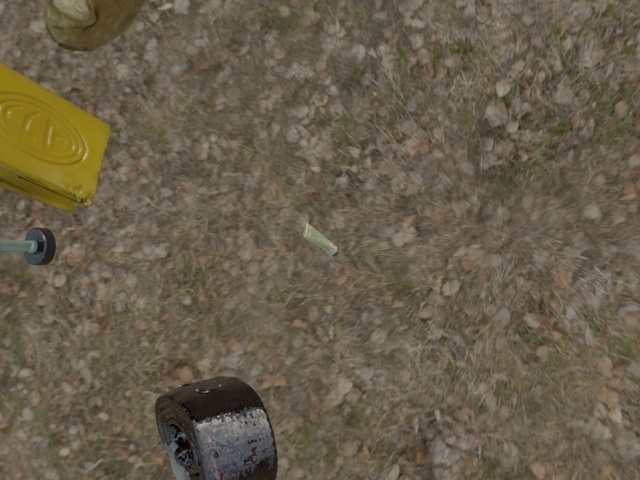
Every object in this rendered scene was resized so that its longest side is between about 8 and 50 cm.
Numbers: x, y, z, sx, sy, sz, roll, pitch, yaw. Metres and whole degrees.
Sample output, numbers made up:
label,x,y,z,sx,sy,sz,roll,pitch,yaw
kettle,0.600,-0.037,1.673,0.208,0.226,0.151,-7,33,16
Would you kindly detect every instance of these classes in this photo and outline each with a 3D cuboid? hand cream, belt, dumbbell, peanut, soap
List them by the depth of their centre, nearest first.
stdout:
label,x,y,z,sx,sy,sz,roll,pitch,yaw
peanut,-0.300,-0.362,0.902,0.196,0.110,0.233,-29,38,40
belt,-0.164,0.315,1.043,0.164,0.289,0.184,-14,94,-28
soap,-0.565,-0.198,1.219,0.096,0.324,0.204,-7,69,33
hand cream,0.000,0.000,1.222,0.022,0.102,0.035,-14,53,38
dumbbell,-0.768,0.014,1.587,0.100,0.191,0.100,-1,89,36
